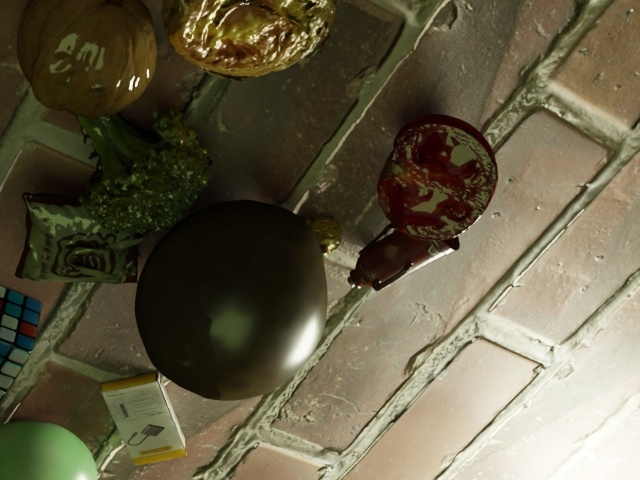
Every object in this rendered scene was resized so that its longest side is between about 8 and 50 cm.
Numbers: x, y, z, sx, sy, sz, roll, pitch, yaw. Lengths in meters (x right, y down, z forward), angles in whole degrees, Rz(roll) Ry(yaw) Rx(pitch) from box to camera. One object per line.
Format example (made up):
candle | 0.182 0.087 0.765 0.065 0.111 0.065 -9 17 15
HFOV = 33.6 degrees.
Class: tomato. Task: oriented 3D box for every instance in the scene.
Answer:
tomato | 0.215 -0.125 1.915 0.200 0.139 0.233 25 119 -1

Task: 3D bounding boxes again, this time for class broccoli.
broccoli | -0.307 -0.129 1.797 0.242 0.180 0.273 -37 113 -8

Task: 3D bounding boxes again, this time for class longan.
longan | -0.153 0.114 1.943 0.404 0.336 0.404 -35 146 -29

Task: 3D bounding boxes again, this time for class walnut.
walnut | -0.372 -0.302 1.681 0.228 0.228 0.228 -3 128 -4

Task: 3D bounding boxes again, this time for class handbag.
handbag | -0.438 -0.005 1.948 0.235 0.127 0.213 1 130 -23

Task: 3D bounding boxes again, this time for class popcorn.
popcorn | 0.000 0.000 2.029 0.084 0.084 0.084 -3 128 -4

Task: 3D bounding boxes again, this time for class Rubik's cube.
Rubik's cube | -0.646 0.189 2.049 0.151 0.154 0.155 27 119 -24

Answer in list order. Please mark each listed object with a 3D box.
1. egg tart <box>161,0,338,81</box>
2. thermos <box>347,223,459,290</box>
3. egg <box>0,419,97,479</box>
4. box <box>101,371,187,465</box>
egg tart | -0.113 -0.384 1.703 0.297 0.132 0.297 -9 142 -7
thermos | 0.148 0.033 2.048 0.232 0.124 0.099 -31 122 25
egg | -0.605 0.494 2.247 0.270 0.220 0.220 33 118 -15
box | -0.382 0.391 2.313 0.129 0.033 0.247 -11 128 1
